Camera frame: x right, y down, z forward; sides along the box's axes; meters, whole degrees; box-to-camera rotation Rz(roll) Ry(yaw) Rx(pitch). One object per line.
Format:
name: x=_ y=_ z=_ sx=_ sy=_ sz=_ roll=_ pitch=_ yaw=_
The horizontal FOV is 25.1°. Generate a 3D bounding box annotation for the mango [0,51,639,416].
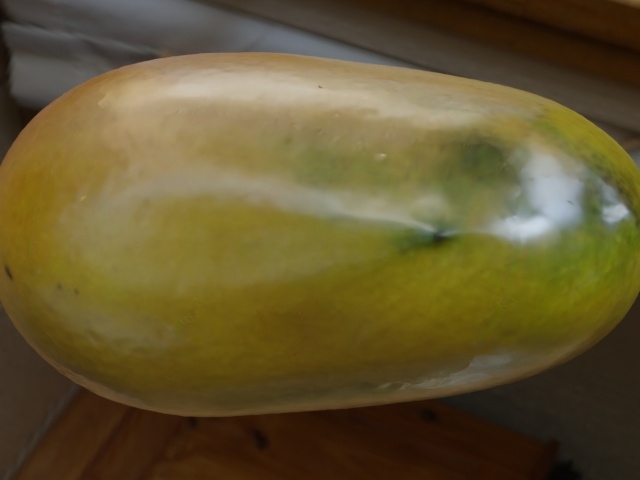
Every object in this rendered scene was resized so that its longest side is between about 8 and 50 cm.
mango: x=-0.001 y=-0.001 z=0.545 sx=0.175 sy=0.254 sz=0.139 roll=-29 pitch=120 yaw=-69
